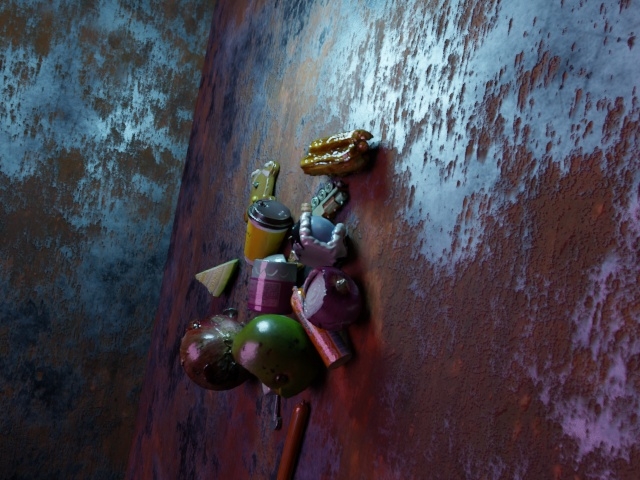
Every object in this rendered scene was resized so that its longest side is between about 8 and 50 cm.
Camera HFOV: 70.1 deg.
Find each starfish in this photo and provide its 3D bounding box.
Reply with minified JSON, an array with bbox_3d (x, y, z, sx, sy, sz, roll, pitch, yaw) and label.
[{"bbox_3d":[-0.107,0.093,1.831,0.213,0.057,0.238,39,113,63],"label":"starfish"}]

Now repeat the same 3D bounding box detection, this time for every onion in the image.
[{"bbox_3d":[0.044,0.187,1.443,0.207,0.201,0.200,42,117,59],"label":"onion"},{"bbox_3d":[-0.443,0.477,1.975,0.354,0.354,0.353,-24,62,53],"label":"onion"}]

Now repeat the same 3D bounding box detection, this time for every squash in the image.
[{"bbox_3d":[-0.532,0.146,2.432,0.203,0.111,0.288,40,124,17],"label":"squash"}]

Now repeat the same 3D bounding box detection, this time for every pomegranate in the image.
[{"bbox_3d":[-0.138,0.362,1.605,0.216,0.310,0.358,-49,21,14],"label":"pomegranate"}]

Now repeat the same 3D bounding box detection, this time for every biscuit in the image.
[{"bbox_3d":[-0.297,-0.172,2.159,0.283,0.064,0.432,-19,58,54],"label":"biscuit"}]

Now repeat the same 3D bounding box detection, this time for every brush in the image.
[{"bbox_3d":[-0.170,0.613,1.813,0.062,0.027,0.266,-21,60,54],"label":"brush"}]

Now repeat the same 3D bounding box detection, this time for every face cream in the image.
[{"bbox_3d":[-0.180,0.173,1.727,0.175,0.175,0.195,2,86,58],"label":"face cream"}]

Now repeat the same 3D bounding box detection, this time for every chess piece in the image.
[{"bbox_3d":[-0.045,-0.083,1.780,0.066,0.066,0.122,0,86,58],"label":"chess piece"}]

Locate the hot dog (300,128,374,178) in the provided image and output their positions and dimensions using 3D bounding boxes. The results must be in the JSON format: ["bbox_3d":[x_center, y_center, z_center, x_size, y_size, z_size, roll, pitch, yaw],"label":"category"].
[{"bbox_3d":[0.060,-0.296,1.620,0.349,0.117,0.158,2,63,56],"label":"hot dog"}]

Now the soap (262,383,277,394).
[{"bbox_3d":[-0.166,0.493,1.743,0.064,0.121,0.183,-48,44,41],"label":"soap"}]

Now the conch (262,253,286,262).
[{"bbox_3d":[-0.203,0.158,1.894,0.185,0.121,0.221,40,129,28],"label":"conch"}]

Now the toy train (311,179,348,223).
[{"bbox_3d":[0.036,-0.137,1.661,0.176,0.074,0.118,-42,57,38],"label":"toy train"}]

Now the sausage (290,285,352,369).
[{"bbox_3d":[-0.014,0.273,1.513,0.312,0.093,0.093,55,129,28],"label":"sausage"}]

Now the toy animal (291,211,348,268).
[{"bbox_3d":[0.000,0.000,1.562,0.208,0.204,0.156,114,173,-69],"label":"toy animal"}]

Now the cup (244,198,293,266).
[{"bbox_3d":[-0.237,-0.026,1.963,0.196,0.196,0.279,56,136,49],"label":"cup"}]

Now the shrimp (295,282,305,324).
[{"bbox_3d":[-0.032,0.226,1.657,0.289,0.075,0.178,-45,51,43],"label":"shrimp"}]

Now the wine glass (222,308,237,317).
[{"bbox_3d":[-0.433,0.435,2.228,0.079,0.079,0.195,-51,40,38],"label":"wine glass"}]

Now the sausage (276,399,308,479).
[{"bbox_3d":[-0.102,0.731,1.633,0.053,0.053,0.347,23,101,58],"label":"sausage"}]
